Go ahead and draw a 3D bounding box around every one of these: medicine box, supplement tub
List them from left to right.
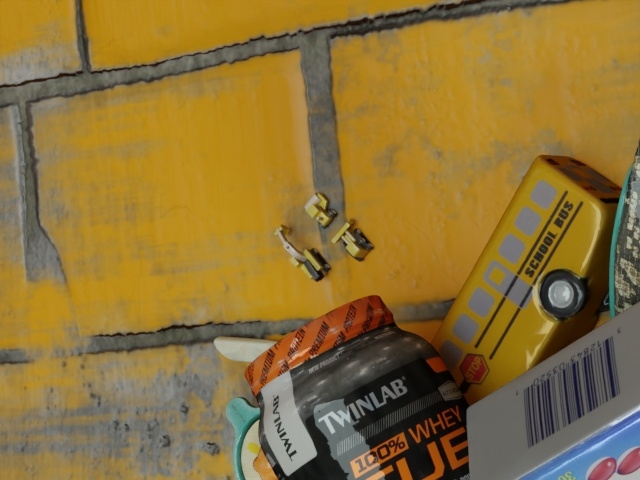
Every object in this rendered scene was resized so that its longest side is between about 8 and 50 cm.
[{"bbox_3d":[0.074,0.239,1.808,0.207,0.207,0.338,-37,78,27],"label":"supplement tub"},{"bbox_3d":[0.330,0.222,1.720,0.263,0.149,0.289,-36,119,26],"label":"medicine box"}]

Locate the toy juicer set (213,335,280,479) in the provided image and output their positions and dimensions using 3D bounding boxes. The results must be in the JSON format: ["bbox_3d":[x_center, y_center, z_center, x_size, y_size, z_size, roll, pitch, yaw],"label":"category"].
[{"bbox_3d":[-0.012,0.240,2.055,0.209,0.089,0.329,-22,80,31],"label":"toy juicer set"}]

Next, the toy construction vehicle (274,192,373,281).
[{"bbox_3d":[0.000,0.000,2.070,0.086,0.035,0.098,-47,69,24],"label":"toy construction vehicle"}]

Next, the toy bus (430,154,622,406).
[{"bbox_3d":[0.213,0.084,1.898,0.130,0.108,0.333,37,110,26],"label":"toy bus"}]

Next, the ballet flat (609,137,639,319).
[{"bbox_3d":[0.387,-0.097,1.743,0.182,0.164,0.483,10,95,51],"label":"ballet flat"}]
